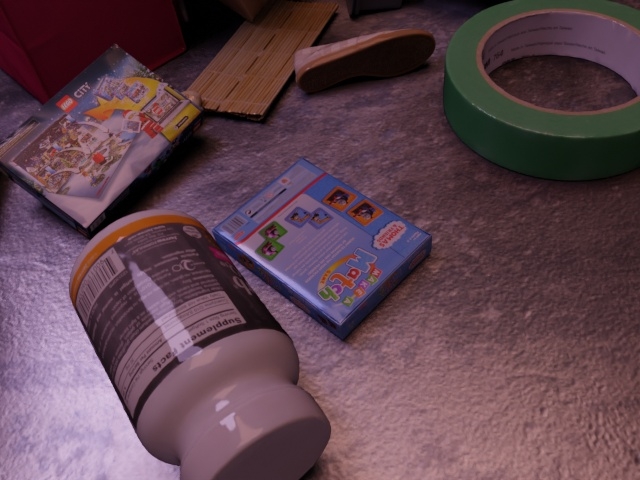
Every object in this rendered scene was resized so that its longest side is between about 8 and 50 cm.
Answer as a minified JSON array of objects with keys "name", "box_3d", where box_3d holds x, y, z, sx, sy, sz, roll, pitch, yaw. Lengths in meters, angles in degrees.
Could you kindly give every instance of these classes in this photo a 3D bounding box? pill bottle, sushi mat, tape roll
[{"name":"pill bottle","box_3d":[-0.120,0.108,0.610,0.162,0.162,0.278,-30,54,-17]},{"name":"sushi mat","box_3d":[-0.095,-0.304,1.038,0.151,0.019,0.316,14,54,19]},{"name":"tape roll","box_3d":[0.332,-0.222,0.880,0.321,0.077,0.321,-4,51,5]}]

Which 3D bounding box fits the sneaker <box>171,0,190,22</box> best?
[{"name":"sneaker","box_3d":[-0.277,-0.413,1.135,0.067,0.042,0.118,-20,43,-15]}]

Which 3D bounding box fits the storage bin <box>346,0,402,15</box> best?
[{"name":"storage bin","box_3d":[0.092,-0.460,1.101,0.091,0.098,0.135,-2,50,-8]}]

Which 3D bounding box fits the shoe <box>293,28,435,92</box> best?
[{"name":"shoe","box_3d":[0.064,-0.285,0.964,0.219,0.076,0.058,-14,55,-2]}]

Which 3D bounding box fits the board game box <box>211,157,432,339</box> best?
[{"name":"board game box","box_3d":[0.000,0.000,0.762,0.211,0.039,0.160,34,62,30]}]

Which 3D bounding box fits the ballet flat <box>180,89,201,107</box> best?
[{"name":"ballet flat","box_3d":[-0.244,-0.168,0.920,0.173,0.049,0.057,-38,57,-17]}]

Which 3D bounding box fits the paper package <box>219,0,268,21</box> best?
[{"name":"paper package","box_3d":[-0.206,-0.548,0.986,0.309,0.325,0.168,38,90,20]}]

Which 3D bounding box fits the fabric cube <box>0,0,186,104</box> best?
[{"name":"fabric cube","box_3d":[-0.412,-0.397,1.000,0.254,0.259,0.258,-37,56,-23]}]

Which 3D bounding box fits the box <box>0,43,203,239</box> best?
[{"name":"box","box_3d":[-0.292,-0.138,0.856,0.159,0.044,0.233,37,66,3]}]
